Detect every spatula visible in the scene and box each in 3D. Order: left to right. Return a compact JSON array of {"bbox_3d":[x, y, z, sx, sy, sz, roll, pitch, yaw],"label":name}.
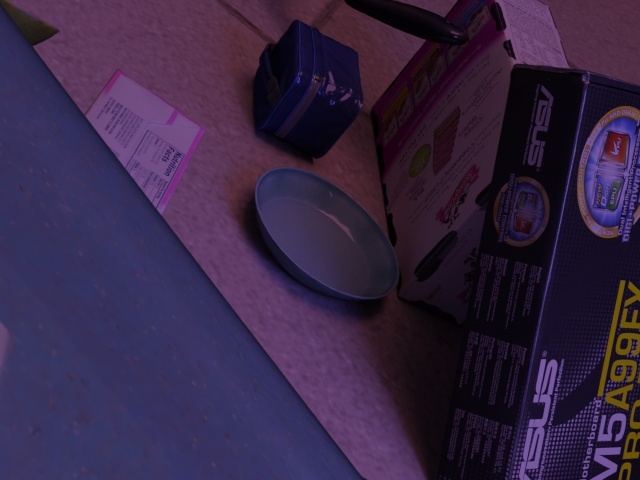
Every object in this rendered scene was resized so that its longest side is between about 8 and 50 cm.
[{"bbox_3d":[0.016,-0.211,1.184,0.084,0.030,0.296,7,23,-44],"label":"spatula"}]

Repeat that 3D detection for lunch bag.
[{"bbox_3d":[-0.014,-0.118,1.096,0.065,0.067,0.098,26,32,-24],"label":"lunch bag"}]

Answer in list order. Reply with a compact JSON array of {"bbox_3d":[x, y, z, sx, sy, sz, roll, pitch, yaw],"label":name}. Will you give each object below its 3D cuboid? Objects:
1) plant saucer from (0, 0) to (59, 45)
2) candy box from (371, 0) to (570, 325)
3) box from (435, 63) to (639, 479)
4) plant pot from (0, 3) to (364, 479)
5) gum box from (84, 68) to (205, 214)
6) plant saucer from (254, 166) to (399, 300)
[{"bbox_3d":[-0.261,-0.166,0.829,0.241,0.037,0.241,31,1,-1],"label":"plant saucer"},{"bbox_3d":[0.118,-0.072,1.095,0.071,0.159,0.233,25,35,-22],"label":"candy box"},{"bbox_3d":[0.186,0.036,0.949,0.216,0.270,0.060,7,5,-45],"label":"box"},{"bbox_3d":[-0.164,0.070,0.461,0.334,0.341,0.341,48,30,-3],"label":"plant pot"},{"bbox_3d":[-0.132,-0.003,0.777,0.062,0.107,0.188,35,31,-10],"label":"gum box"},{"bbox_3d":[0.000,0.000,1.005,0.119,0.021,0.119,28,33,-21],"label":"plant saucer"}]
